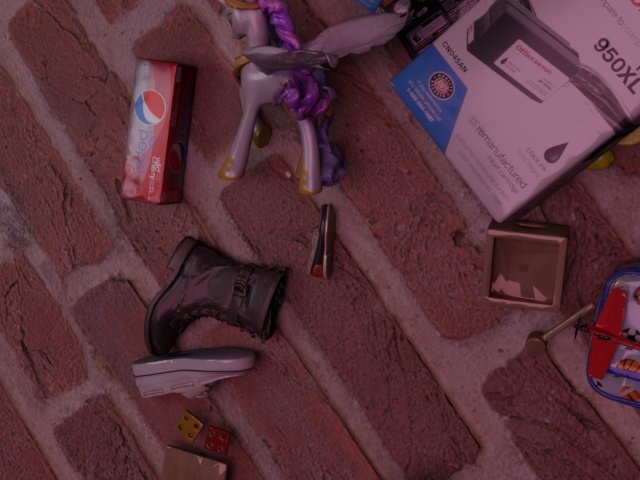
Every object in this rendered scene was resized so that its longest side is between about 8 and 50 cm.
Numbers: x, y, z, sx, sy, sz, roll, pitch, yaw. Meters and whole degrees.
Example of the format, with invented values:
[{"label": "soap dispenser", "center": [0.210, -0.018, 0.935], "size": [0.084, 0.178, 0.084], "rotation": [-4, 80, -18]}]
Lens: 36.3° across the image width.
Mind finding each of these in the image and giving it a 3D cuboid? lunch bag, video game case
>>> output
[{"label": "lunch bag", "center": [0.578, 0.169, 1.517], "size": [0.303, 0.115, 0.243], "rotation": [14, 102, 20]}, {"label": "video game case", "center": [0.205, -0.481, 1.632], "size": [0.275, 0.035, 0.248], "rotation": [-33, 84, 21]}]

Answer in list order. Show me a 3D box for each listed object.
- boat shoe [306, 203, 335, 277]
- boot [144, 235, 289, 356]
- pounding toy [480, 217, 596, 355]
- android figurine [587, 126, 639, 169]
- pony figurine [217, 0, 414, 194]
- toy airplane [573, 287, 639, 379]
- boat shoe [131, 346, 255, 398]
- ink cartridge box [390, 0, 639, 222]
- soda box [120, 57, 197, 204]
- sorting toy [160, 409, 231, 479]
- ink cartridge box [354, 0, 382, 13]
[{"label": "boat shoe", "center": [0.000, 0.000, 1.749], "size": [0.043, 0.049, 0.137], "rotation": [9, 103, 21]}, {"label": "boot", "center": [-0.192, 0.133, 1.808], "size": [0.229, 0.091, 0.263], "rotation": [24, 101, 17]}, {"label": "pounding toy", "center": [0.360, 0.078, 1.603], "size": [0.181, 0.094, 0.206], "rotation": [6, 107, 15]}, {"label": "android figurine", "center": [0.433, -0.237, 1.562], "size": [0.273, 0.056, 0.248], "rotation": [7, 97, 21]}, {"label": "pony figurine", "center": [-0.047, -0.269, 1.634], "size": [0.351, 0.303, 0.363], "rotation": [13, 116, 35]}, {"label": "toy airplane", "center": [0.459, 0.155, 1.490], "size": [0.151, 0.028, 0.151], "rotation": [5, 102, 26]}, {"label": "boat shoe", "center": [-0.236, 0.256, 1.836], "size": [0.267, 0.096, 0.088], "rotation": [-9, 96, 22]}, {"label": "ink cartridge box", "center": [0.352, -0.258, 1.472], "size": [0.395, 0.166, 0.285], "rotation": [-41, 79, 22]}, {"label": "soda box", "center": [-0.302, -0.202, 1.820], "size": [0.092, 0.083, 0.263], "rotation": [11, 98, 19]}, {"label": "sorting toy", "center": [-0.238, 0.460, 1.879], "size": [0.132, 0.046, 0.274], "rotation": [12, 100, 19]}, {"label": "ink cartridge box", "center": [0.089, -0.534, 1.496], "size": [0.197, 0.198, 0.270], "rotation": [34, 119, -9]}]
